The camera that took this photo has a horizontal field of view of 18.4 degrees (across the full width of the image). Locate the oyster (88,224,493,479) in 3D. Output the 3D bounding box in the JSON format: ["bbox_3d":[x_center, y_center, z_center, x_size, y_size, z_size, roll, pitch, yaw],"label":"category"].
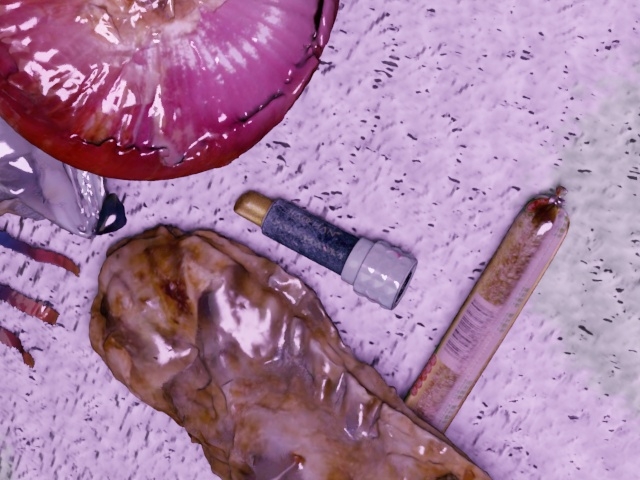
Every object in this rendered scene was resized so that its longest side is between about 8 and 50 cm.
[{"bbox_3d":[-0.003,0.110,1.169,0.345,0.078,0.128,37,104,16],"label":"oyster"}]

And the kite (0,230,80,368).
[{"bbox_3d":[-0.272,-0.006,1.253,0.245,0.015,0.141,28,109,6],"label":"kite"}]

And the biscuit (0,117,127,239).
[{"bbox_3d":[-0.282,-0.056,1.199,0.309,0.079,0.186,-16,97,15],"label":"biscuit"}]

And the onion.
[{"bbox_3d":[-0.103,-0.147,1.098,0.230,0.163,0.230,0,90,-15],"label":"onion"}]

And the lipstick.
[{"bbox_3d":[0.000,0.000,1.176,0.116,0.037,0.037,28,111,9],"label":"lipstick"}]

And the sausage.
[{"bbox_3d":[0.078,0.079,1.179,0.033,0.033,0.269,31,111,4],"label":"sausage"}]
